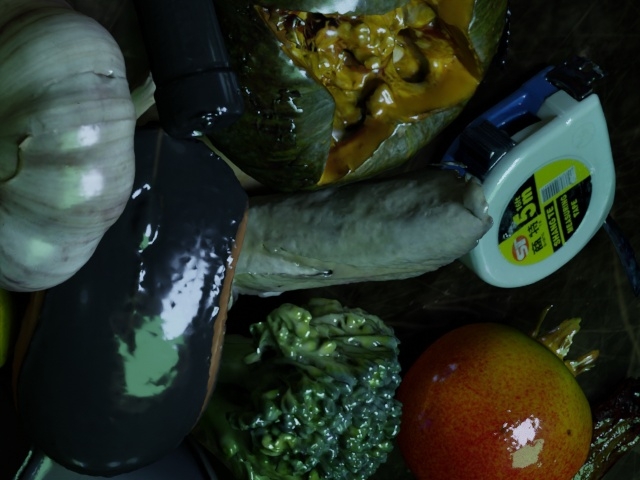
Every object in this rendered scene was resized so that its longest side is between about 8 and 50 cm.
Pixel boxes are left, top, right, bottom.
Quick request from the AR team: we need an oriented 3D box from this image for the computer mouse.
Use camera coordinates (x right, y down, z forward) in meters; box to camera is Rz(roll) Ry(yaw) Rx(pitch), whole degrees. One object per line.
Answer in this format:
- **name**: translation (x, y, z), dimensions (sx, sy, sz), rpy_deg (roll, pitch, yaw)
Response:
- **computer mouse**: translation (-0.167, 0.056, 1.718), dimensions (0.183, 0.116, 0.323), rpy_deg (8, 101, -12)

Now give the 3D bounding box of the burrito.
- **burrito**: translation (0.004, -0.001, 1.837), dimensions (0.348, 0.107, 0.175), rpy_deg (-13, 180, 16)

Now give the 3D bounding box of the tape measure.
- **tape measure**: translation (0.236, -0.016, 2.131), dimensions (0.215, 0.098, 0.351), rpy_deg (-35, 137, -14)

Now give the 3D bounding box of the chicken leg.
- **chicken leg**: translation (0.343, 0.266, 2.496), dimensions (0.234, 0.063, 0.105), rpy_deg (-50, 135, 9)

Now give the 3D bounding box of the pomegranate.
- **pomegranate**: translation (0.206, 0.187, 2.203), dimensions (0.256, 0.221, 0.221), rpy_deg (-50, 141, -6)

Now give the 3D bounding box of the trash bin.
- **trash bin**: translation (-0.230, 0.257, 1.918), dimensions (0.290, 0.182, 0.209), rpy_deg (28, 108, -43)

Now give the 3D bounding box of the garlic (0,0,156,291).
- **garlic**: translation (-0.213, -0.095, 1.595), dimensions (0.253, 0.245, 0.245), rpy_deg (-18, 135, -48)

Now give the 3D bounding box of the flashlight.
- **flashlight**: translation (-0.119, -0.198, 1.581), dimensions (0.093, 0.232, 0.093), rpy_deg (-15, 171, -2)

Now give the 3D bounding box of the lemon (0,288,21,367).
- **lemon**: translation (-0.317, 0.071, 1.734), dimensions (0.109, 0.109, 0.133), rpy_deg (-14, 127, -31)

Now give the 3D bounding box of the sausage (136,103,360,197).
- **sausage**: translation (-0.064, -0.073, 1.858), dimensions (0.301, 0.066, 0.066), rpy_deg (18, 111, -47)

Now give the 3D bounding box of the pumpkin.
- **pumpkin**: translation (0.018, -0.195, 1.723), dimensions (0.320, 0.192, 0.320), rpy_deg (-23, 138, -23)

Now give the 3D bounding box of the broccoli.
- **broccoli**: translation (-0.038, 0.148, 1.940), dimensions (0.248, 0.245, 0.288), rpy_deg (-56, 176, -40)
